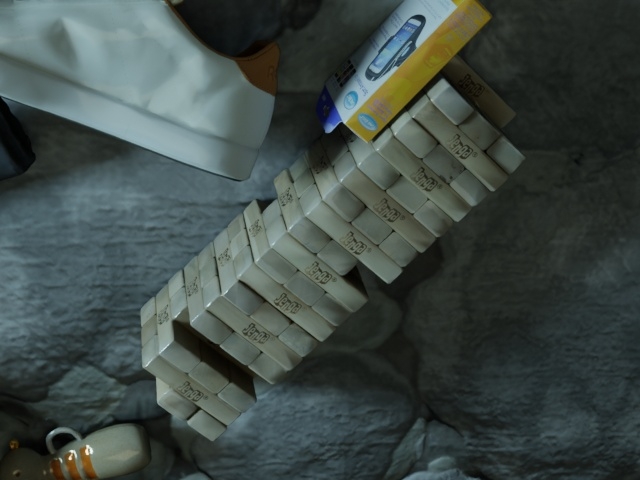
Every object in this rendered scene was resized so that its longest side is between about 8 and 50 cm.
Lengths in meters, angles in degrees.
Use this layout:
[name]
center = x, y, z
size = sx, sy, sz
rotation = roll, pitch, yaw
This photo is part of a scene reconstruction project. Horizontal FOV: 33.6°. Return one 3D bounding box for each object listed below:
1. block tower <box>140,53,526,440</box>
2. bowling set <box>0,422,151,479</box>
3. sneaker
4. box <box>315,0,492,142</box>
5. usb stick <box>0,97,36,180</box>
[block tower]
center = 0.000, 0.000, 0.794
size = 0.335, 0.097, 0.091
rotation = -44, 117, 12
[bowling set]
center = -0.190, 0.310, 0.872
size = 0.154, 0.200, 0.287
rotation = -13, 115, -1
[sneaker]
center = -0.163, -0.141, 0.700
size = 0.290, 0.106, 0.123
rotation = 18, 96, -22
[box]
center = 0.053, -0.126, 0.743
size = 0.028, 0.081, 0.136
rotation = 36, 107, -25
[usb stick]
center = -0.339, -0.036, 0.736
size = 0.278, 0.045, 0.077
rotation = -18, 147, 0
